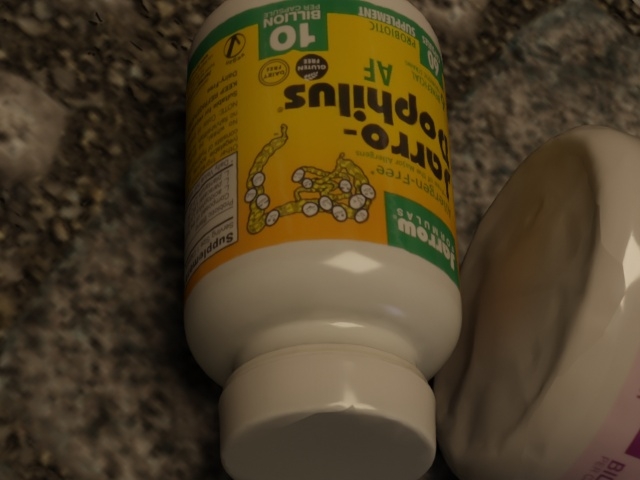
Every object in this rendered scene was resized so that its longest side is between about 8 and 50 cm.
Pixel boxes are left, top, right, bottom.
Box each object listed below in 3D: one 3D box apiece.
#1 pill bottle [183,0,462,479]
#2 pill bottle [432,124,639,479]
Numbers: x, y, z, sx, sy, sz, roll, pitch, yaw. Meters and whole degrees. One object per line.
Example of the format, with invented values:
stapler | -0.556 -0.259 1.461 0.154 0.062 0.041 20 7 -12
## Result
pill bottle | 0.000 0.000 0.828 0.117 0.117 0.208 13 54 -21
pill bottle | 0.216 0.074 0.865 0.301 0.169 0.169 19 52 -16
